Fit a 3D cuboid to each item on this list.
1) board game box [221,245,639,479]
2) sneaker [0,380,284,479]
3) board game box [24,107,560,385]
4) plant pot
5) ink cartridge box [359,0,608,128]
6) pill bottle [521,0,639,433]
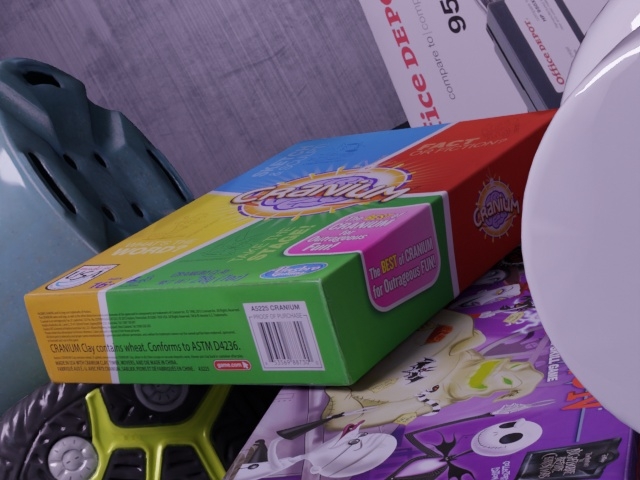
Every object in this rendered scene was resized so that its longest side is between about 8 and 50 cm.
[{"bbox_3d":[0.080,0.080,0.759,0.208,0.056,0.347,-7,17,17],"label":"board game box"},{"bbox_3d":[-0.071,0.121,1.021,0.384,0.145,0.147,-22,-6,-28],"label":"sneaker"},{"bbox_3d":[0.000,0.000,0.919,0.242,0.064,0.316,-4,19,37],"label":"board game box"},{"bbox_3d":[-0.280,0.051,1.119,0.334,0.341,0.341,-40,4,16],"label":"plant pot"},{"bbox_3d":[0.242,-0.212,1.264,0.166,0.285,0.395,-32,15,-39],"label":"ink cartridge box"},{"bbox_3d":[0.247,-0.062,0.667,0.224,0.224,0.392,-23,9,33],"label":"pill bottle"}]
